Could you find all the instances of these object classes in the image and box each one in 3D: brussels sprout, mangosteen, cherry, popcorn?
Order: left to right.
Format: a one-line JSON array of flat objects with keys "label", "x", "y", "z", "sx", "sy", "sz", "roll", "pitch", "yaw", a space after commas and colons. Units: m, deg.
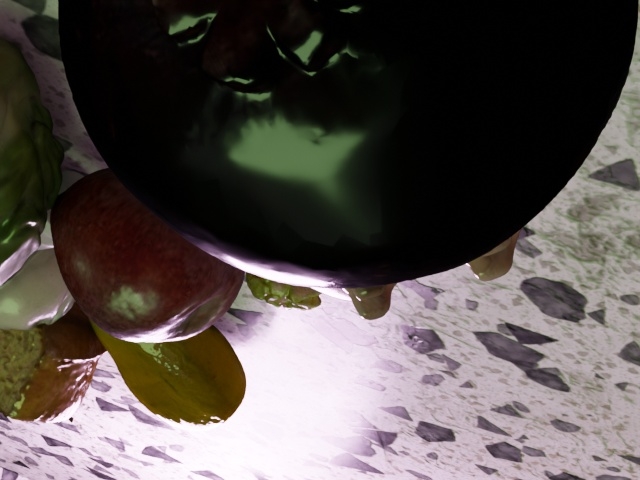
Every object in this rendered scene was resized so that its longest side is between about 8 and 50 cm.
[{"label": "brussels sprout", "x": -0.413, "y": -0.075, "z": 1.331, "sx": 0.247, "sy": 0.328, "sz": 0.328, "roll": 1, "pitch": 156, "yaw": -14}, {"label": "cherry", "x": -0.207, "y": 0.004, "z": 1.419, "sx": 0.206, "sy": 0.239, "sz": 0.239, "roll": -32, "pitch": 128, "yaw": 20}, {"label": "popcorn", "x": -0.041, "y": 0.042, "z": 1.482, "sx": 0.097, "sy": 0.109, "sz": 0.089, "roll": -1, "pitch": 134, "yaw": -39}, {"label": "mangosteen", "x": 0.028, "y": -0.153, "z": 0.837, "sx": 0.382, "sy": 0.382, "sz": 0.435, "roll": 13, "pitch": -173, "yaw": 16}]

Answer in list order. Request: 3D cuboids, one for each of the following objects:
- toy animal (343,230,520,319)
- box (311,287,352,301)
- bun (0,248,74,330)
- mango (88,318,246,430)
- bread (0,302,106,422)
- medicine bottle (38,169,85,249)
[{"label": "toy animal", "x": 0.031, "y": -0.064, "z": 1.115, "sx": 0.326, "sy": 0.269, "sz": 0.237, "roll": -13, "pitch": 151, "yaw": -4}, {"label": "box", "x": 0.000, "y": 0.000, "z": 1.377, "sx": 0.200, "sy": 0.088, "sz": 0.146, "roll": 24, "pitch": 152, "yaw": -7}, {"label": "bun", "x": -0.407, "y": 0.062, "z": 1.683, "sx": 0.173, "sy": 0.173, "sz": 0.120, "roll": -8, "pitch": 126, "yaw": 44}, {"label": "mango", "x": -0.224, "y": 0.180, "z": 1.812, "sx": 0.195, "sy": 0.142, "sz": 0.331, "roll": 4, "pitch": 146, "yaw": 22}, {"label": "bread", "x": -0.444, "y": 0.175, "z": 1.863, "sx": 0.179, "sy": 0.194, "sz": 0.340, "roll": 22, "pitch": 178, "yaw": -41}, {"label": "medicine bottle", "x": -0.381, "y": -0.037, "z": 1.567, "sx": 0.187, "sy": 0.102, "sz": 0.103, "roll": -8, "pitch": 141, "yaw": 45}]
